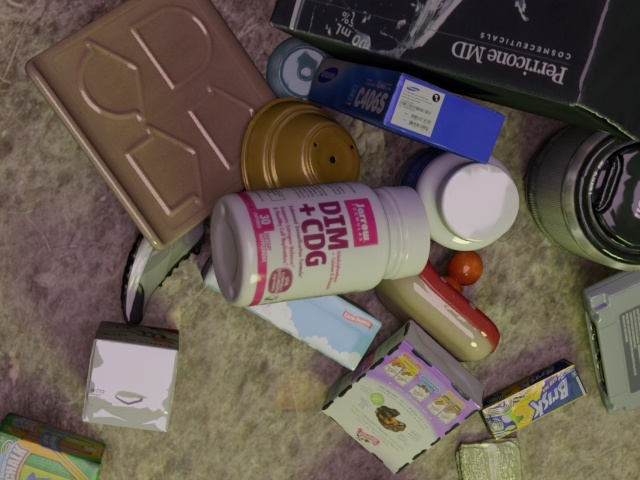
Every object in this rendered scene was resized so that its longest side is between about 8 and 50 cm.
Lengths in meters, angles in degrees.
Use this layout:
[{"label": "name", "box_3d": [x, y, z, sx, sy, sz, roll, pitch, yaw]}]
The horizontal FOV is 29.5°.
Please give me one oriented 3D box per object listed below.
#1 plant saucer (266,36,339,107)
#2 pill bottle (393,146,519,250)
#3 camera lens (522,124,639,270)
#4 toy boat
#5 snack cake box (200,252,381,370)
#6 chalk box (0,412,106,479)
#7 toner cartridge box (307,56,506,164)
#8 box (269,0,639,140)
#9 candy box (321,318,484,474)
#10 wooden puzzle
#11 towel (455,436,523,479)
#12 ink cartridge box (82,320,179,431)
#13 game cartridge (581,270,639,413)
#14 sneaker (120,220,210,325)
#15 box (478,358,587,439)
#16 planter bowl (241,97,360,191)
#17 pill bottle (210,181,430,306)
[{"label": "plant saucer", "box_3d": [-0.024, -0.261, 1.892, 0.119, 0.021, 0.119, -1, 96, -6]}, {"label": "pill bottle", "box_3d": [0.204, -0.064, 1.811, 0.152, 0.272, 0.152, -1, 95, -6]}, {"label": "camera lens", "box_3d": [0.441, -0.074, 1.837, 0.219, 0.274, 0.219, -1, 95, -6]}, {"label": "toy boat", "box_3d": [0.196, 0.075, 1.898, 0.231, 0.151, 0.151, 41, 73, -9]}, {"label": "snack cake box", "box_3d": [-0.048, 0.087, 1.858, 0.264, 0.152, 0.089, 31, 91, -8]}, {"label": "chalk box", "box_3d": [-0.450, 0.351, 1.847, 0.213, 0.132, 0.132, 19, 93, -8]}, {"label": "toner cartridge box", "box_3d": [0.113, -0.191, 1.737, 0.165, 0.348, 0.075, 20, 95, -20]}, {"label": "box", "box_3d": [0.253, -0.436, 1.666, 0.480, 0.297, 0.471, 19, 96, 30]}, {"label": "candy box", "box_3d": [0.128, 0.246, 1.897, 0.165, 0.070, 0.196, 42, 117, -9]}, {"label": "wooden puzzle", "box_3d": [-0.226, -0.193, 1.789, 0.348, 0.080, 0.322, -41, 101, -37]}, {"label": "towel", "box_3d": [0.281, 0.398, 1.990, 0.110, 0.027, 0.148, -7, 96, -5]}, {"label": "ink cartridge box", "box_3d": [-0.282, 0.202, 1.829, 0.128, 0.176, 0.127, 8, 95, -8]}, {"label": "game cartridge", "box_3d": [0.520, 0.140, 1.911, 0.196, 0.060, 0.294, -21, 133, -1]}, {"label": "sneaker", "box_3d": [-0.231, 0.010, 1.858, 0.108, 0.100, 0.271, 24, 92, -13]}, {"label": "box", "box_3d": [0.341, 0.257, 1.970, 0.169, 0.054, 0.059, -26, 98, -4]}, {"label": "planter bowl", "box_3d": [-0.006, -0.115, 1.821, 0.217, 0.090, 0.217, 6, 80, -40]}, {"label": "pill bottle", "box_3d": [0.000, 0.000, 1.718, 0.283, 0.160, 0.160, -7, 97, -22]}]
